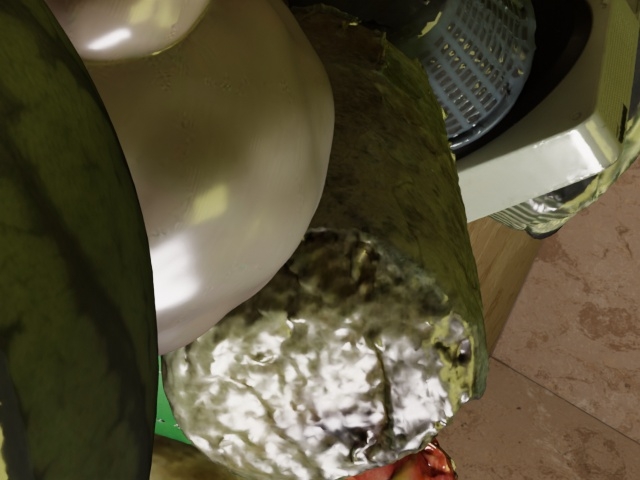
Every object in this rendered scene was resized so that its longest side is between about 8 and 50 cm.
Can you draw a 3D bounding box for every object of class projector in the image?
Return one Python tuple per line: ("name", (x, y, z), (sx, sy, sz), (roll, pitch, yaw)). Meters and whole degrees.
("projector", (0.125, -0.114, 1.397), (0.259, 0.079, 0.257), (-22, -151, 29))

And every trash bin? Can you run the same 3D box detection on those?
("trash bin", (0.057, -0.166, 1.243), (0.175, 0.175, 0.161), (-59, 157, -4))

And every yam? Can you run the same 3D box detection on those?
("yam", (0.000, 0.000, 1.057), (0.300, 0.195, 0.195), (-93, -159, -54))

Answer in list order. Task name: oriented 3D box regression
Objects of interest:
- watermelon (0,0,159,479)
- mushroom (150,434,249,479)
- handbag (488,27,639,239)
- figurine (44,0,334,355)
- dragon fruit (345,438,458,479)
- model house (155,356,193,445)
("watermelon", (-0.186, 0.053, 0.475), (0.279, 0.279, 0.359), (-48, 163, -42))
("mushroom", (-0.120, 0.227, 1.369), (0.267, 0.189, 0.164), (-23, 127, -67))
("handbag", (0.217, -0.172, 1.692), (0.341, 0.247, 0.240), (-60, 179, -10))
("figurine", (-0.127, 0.009, 0.782), (0.380, 0.203, 0.248), (-61, 171, 11))
("dragon fruit", (-0.034, 0.255, 1.662), (0.315, 0.250, 0.250), (-18, -177, 21))
("model house", (-0.106, 0.065, 1.166), (0.117, 0.167, 0.088), (104, 1, -49))
